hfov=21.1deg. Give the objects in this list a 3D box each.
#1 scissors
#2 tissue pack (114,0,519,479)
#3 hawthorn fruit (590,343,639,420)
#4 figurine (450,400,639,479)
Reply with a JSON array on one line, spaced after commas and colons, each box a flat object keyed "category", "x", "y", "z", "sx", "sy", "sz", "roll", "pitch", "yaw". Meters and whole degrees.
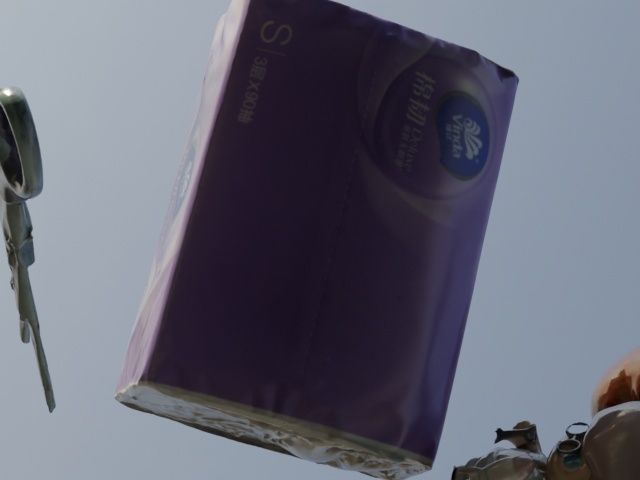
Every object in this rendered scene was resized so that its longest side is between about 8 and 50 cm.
[{"category": "scissors", "x": -0.268, "y": -0.015, "z": 1.498, "sx": 0.256, "sy": 0.029, "sz": 0.383, "roll": -127, "pitch": -152, "yaw": -47}, {"category": "tissue pack", "x": 0.000, "y": 0.000, "z": 1.335, "sx": 0.160, "sy": 0.242, "sz": 0.338, "roll": 141, "pitch": -36, "yaw": -71}, {"category": "hawthorn fruit", "x": 0.348, "y": 0.161, "z": 1.425, "sx": 0.208, "sy": 0.248, "sz": 0.208, "roll": 4, "pitch": -84, "yaw": 49}, {"category": "figurine", "x": 0.193, "y": 0.171, "z": 1.208, "sx": 0.229, "sy": 0.137, "sz": 0.112, "roll": -11, "pitch": -77, "yaw": 25}]
